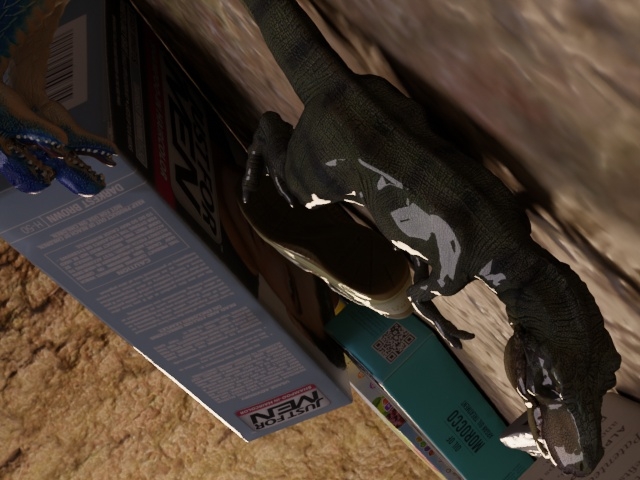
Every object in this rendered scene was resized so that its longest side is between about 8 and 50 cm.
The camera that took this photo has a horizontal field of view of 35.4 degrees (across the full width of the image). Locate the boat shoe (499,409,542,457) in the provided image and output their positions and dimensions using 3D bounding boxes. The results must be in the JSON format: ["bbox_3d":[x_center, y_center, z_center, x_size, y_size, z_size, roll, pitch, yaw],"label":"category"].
[{"bbox_3d":[0.141,0.124,0.627,0.035,0.035,0.100,48,168,6],"label":"boat shoe"}]

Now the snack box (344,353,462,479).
[{"bbox_3d":[0.118,0.212,1.217,0.174,0.070,0.207,48,176,-26],"label":"snack box"}]

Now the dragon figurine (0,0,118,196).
[{"bbox_3d":[-0.168,-0.148,0.406,0.289,0.144,0.085,47,174,-9],"label":"dragon figurine"}]

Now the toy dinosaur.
[{"bbox_3d":[0.014,-0.029,0.376,0.268,0.064,0.118,47,168,15],"label":"toy dinosaur"}]

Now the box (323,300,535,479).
[{"bbox_3d":[0.106,0.147,0.891,0.244,0.060,0.100,51,173,-37],"label":"box"}]

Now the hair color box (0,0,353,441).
[{"bbox_3d":[-0.109,-0.006,0.802,0.374,0.114,0.185,53,-161,-48],"label":"hair color box"}]

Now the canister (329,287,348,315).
[{"bbox_3d":[-0.039,0.048,1.205,0.170,0.073,0.126,48,174,-31],"label":"canister"}]

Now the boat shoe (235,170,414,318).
[{"bbox_3d":[0.002,-0.001,0.665,0.153,0.056,0.048,34,164,32],"label":"boat shoe"}]

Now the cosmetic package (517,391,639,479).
[{"bbox_3d":[0.142,0.175,0.377,0.151,0.151,0.184,47,175,-9],"label":"cosmetic package"}]

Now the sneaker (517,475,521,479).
[{"bbox_3d":[0.209,0.304,0.632,0.343,0.146,0.134,41,167,46],"label":"sneaker"}]
